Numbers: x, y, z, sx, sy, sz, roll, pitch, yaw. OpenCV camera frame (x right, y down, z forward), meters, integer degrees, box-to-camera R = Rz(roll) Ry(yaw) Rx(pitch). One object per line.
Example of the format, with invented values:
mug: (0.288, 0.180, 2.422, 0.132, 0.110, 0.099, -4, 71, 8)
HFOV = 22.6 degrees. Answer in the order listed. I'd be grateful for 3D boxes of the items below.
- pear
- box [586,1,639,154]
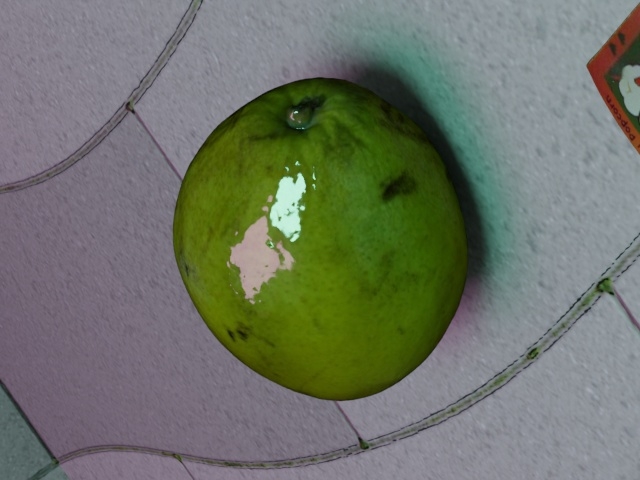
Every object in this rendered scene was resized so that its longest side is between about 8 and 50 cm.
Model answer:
pear: (0.000, 0.000, 1.151, 0.212, 0.212, 0.269, 38, 156, 30)
box: (0.250, -0.087, 0.702, 0.177, 0.148, 0.195, 52, 153, 9)
